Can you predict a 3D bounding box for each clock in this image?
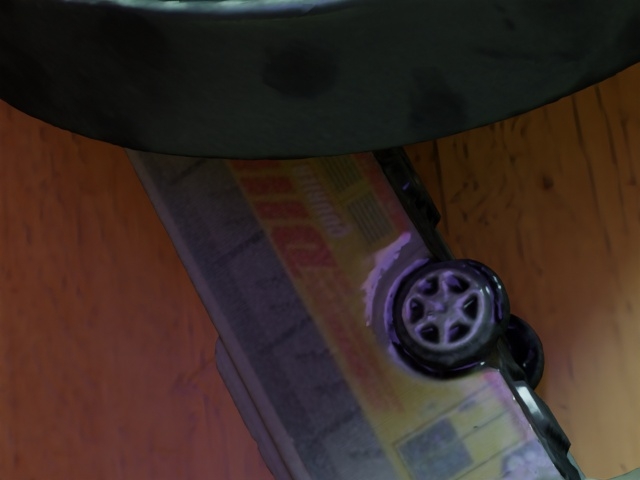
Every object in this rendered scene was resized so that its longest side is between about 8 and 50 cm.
[{"bbox_3d":[0.008,-0.185,0.658,0.386,0.076,0.386,-8,47,9],"label":"clock"}]

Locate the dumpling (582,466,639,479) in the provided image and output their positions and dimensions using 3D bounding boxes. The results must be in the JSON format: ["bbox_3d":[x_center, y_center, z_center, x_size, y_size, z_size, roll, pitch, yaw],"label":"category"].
[{"bbox_3d":[0.079,0.159,0.468,0.395,0.315,0.233,-17,65,10],"label":"dumpling"}]

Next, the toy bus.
[{"bbox_3d":[0.000,0.000,0.663,0.106,0.092,0.268,-32,68,8],"label":"toy bus"}]
